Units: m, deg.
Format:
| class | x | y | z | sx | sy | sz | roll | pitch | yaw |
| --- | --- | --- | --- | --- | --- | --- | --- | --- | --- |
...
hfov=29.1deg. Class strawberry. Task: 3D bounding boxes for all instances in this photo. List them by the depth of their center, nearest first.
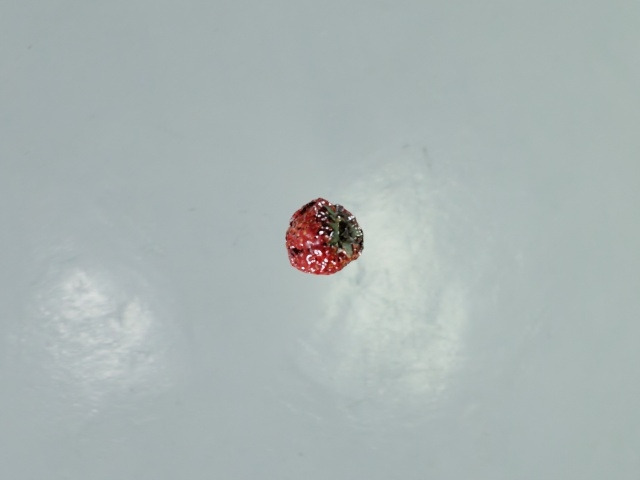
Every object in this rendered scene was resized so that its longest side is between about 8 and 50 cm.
| class | x | y | z | sx | sy | sz | roll | pitch | yaw |
| --- | --- | --- | --- | --- | --- | --- | --- | --- | --- |
| strawberry | 0.000 | 0.000 | 1.296 | 0.083 | 0.096 | 0.083 | 15 | 55 | -22 |
